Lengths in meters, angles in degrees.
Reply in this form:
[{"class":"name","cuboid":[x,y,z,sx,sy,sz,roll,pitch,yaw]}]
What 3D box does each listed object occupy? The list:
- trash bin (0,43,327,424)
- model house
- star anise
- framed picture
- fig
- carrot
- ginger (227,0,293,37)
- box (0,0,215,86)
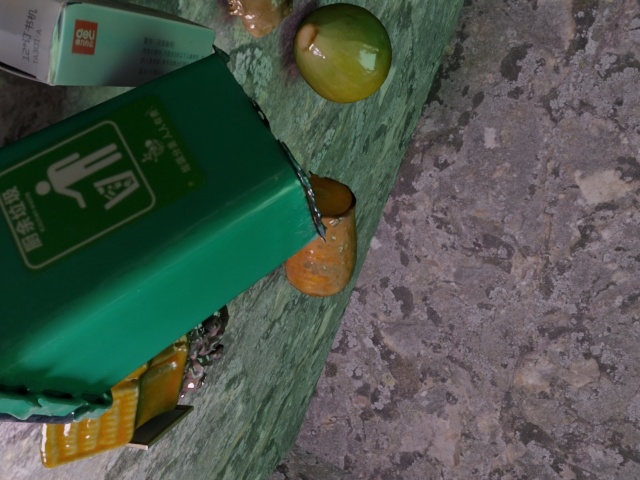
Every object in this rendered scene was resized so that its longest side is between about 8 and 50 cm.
[{"class":"trash bin","cuboid":[-0.201,0.006,0.628,0.381,0.259,0.295,-30,161,-5]},{"class":"model house","cuboid":[-0.346,0.218,0.929,0.239,0.173,0.268,-26,133,-58]},{"class":"star anise","cuboid":[-0.287,0.236,1.230,0.331,0.118,0.331,-55,166,-21]},{"class":"framed picture","cuboid":[-0.341,0.312,1.013,0.136,0.201,0.010,-32,119,-66]},{"class":"fig","cuboid":[0.040,-0.410,1.247,0.230,0.207,0.207,37,75,-41]},{"class":"carrot","cuboid":[0.000,0.000,1.675,0.224,0.224,0.340,-52,157,-44]},{"class":"ginger","cuboid":[-0.124,-0.409,0.872,0.131,0.086,0.294,-58,159,7]},{"class":"box","cuboid":[-0.237,-0.219,0.633,0.269,0.135,0.079,-32,142,-65]}]
